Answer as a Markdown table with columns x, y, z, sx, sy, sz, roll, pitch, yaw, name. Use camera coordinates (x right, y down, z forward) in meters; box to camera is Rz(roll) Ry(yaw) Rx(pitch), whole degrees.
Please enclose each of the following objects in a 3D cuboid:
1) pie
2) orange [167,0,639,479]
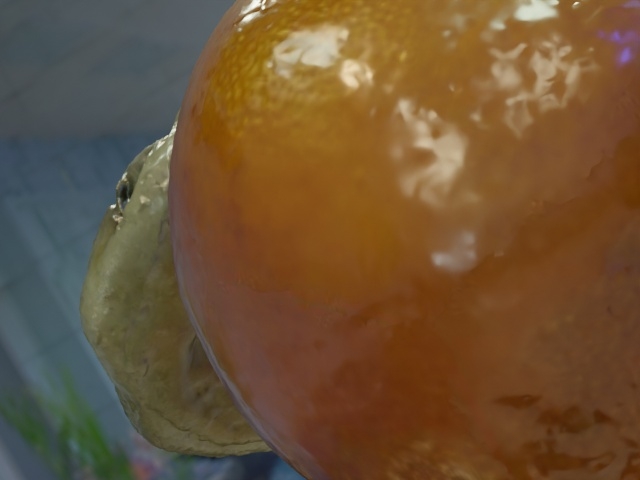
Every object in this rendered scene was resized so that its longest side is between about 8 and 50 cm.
| x | y | z | sx | sy | sz | roll | pitch | yaw | name |
| --- | --- | --- | --- | --- | --- | --- | --- | --- | --- |
| 0.000 | 0.000 | 1.214 | 0.338 | 0.075 | 0.337 | -22 | -53 | -32 | pie |
| 0.076 | -0.017 | 0.665 | 0.261 | 0.261 | 0.261 | -31 | -5 | -3 | orange |
